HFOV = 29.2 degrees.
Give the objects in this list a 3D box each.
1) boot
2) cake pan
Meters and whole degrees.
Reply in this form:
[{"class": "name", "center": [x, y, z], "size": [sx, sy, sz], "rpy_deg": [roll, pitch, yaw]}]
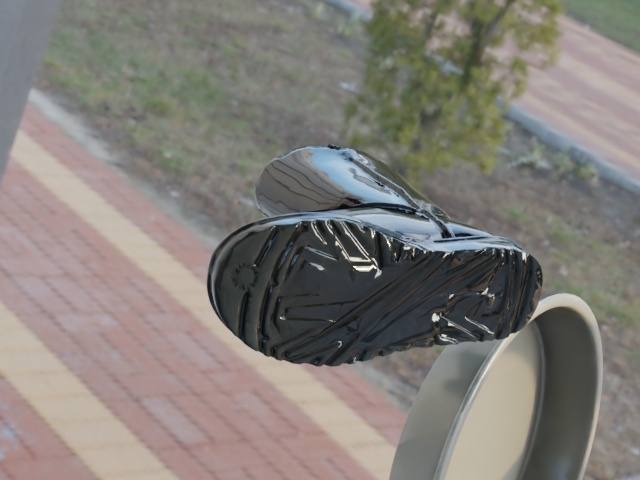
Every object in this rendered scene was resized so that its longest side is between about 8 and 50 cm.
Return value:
[{"class": "boot", "center": [0.000, 0.000, 0.837], "size": [0.246, 0.094, 0.207], "rpy_deg": [1, 19, -32]}, {"class": "cake pan", "center": [0.142, 0.178, 0.999], "size": [0.054, 0.293, 0.293], "rpy_deg": [17, 14, 33]}]
